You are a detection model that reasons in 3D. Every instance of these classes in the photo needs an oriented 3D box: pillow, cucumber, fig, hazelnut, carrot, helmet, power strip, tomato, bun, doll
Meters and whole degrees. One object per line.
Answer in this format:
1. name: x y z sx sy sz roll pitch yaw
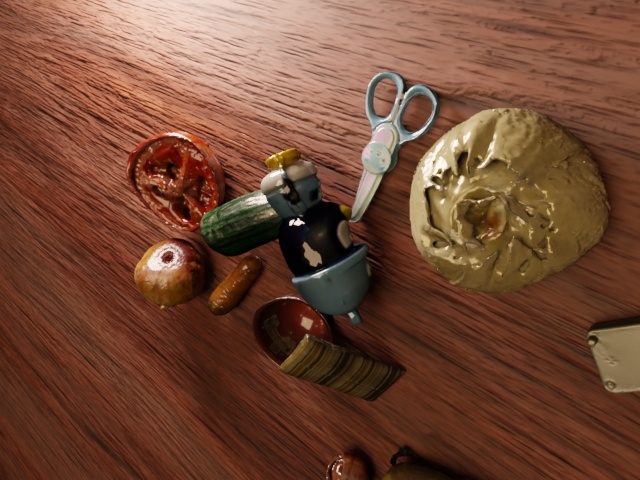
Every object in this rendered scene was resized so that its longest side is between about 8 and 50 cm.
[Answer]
1. pillow: 0.038 0.232 0.853 0.204 0.038 0.113 23 126 -18
2. cucumber: -0.129 -0.039 0.950 0.244 0.063 0.115 -24 105 30
3. fig: -0.365 0.108 1.160 0.159 0.159 0.257 53 143 16
4. hazelnut: 0.055 0.456 0.934 0.087 0.086 0.086 10 106 36
5. carrot: -0.184 0.098 1.054 0.186 0.060 0.060 -47 71 27
6. helmet: -0.032 0.154 0.914 0.155 0.106 0.175 49 128 0
7. power strip: 0.452 0.156 0.571 0.216 0.061 0.145 -21 86 40
8. tomato: -0.302 -0.136 1.062 0.228 0.101 0.227 8 115 17
9. bun: 0.227 -0.047 0.643 0.260 0.152 0.259 12 110 35
10. doll: 0.000 0.000 0.809 0.141 0.177 0.313 -23 96 5

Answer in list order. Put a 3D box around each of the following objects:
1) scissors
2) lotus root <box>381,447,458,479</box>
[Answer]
1. scissors: 0.099 -0.139 0.794 0.125 0.030 0.255 34 120 25
2. lotus root: 0.204 0.456 0.796 0.241 0.123 0.123 12 117 38
